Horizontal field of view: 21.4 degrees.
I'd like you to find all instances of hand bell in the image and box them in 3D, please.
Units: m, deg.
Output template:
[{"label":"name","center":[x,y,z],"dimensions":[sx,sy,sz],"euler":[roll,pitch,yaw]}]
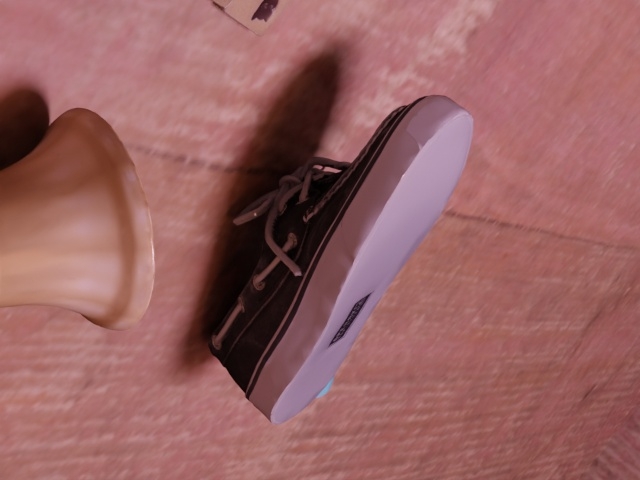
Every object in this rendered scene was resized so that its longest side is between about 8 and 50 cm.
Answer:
[{"label":"hand bell","center":[-0.221,0.014,0.875],"dimensions":[0.242,0.126,0.126],"euler":[-15,142,-32]}]

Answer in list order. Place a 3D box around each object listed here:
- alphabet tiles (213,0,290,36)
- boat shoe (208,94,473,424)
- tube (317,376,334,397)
[{"label":"alphabet tiles","center":[0.036,-0.274,0.952],"dimensions":[0.342,0.011,0.285],"euler":[-51,157,7]},{"label":"boat shoe","center":[0.003,-0.001,1.199],"dimensions":[0.113,0.105,0.306],"euler":[-32,158,-42]},{"label":"tube","center":[0.010,0.032,1.338],"dimensions":[0.080,0.052,0.207],"euler":[-28,144,-49]}]
